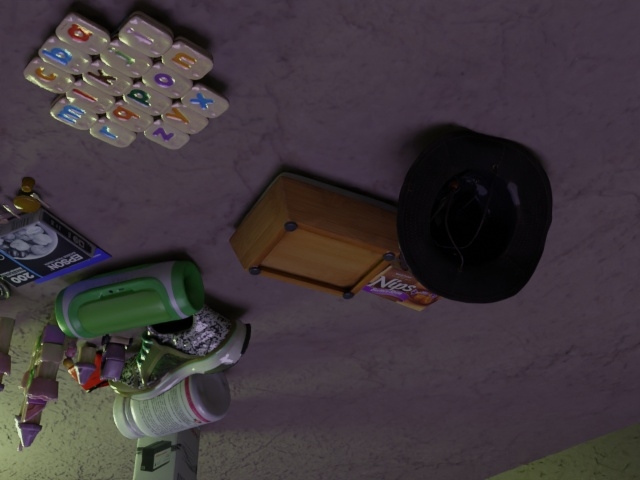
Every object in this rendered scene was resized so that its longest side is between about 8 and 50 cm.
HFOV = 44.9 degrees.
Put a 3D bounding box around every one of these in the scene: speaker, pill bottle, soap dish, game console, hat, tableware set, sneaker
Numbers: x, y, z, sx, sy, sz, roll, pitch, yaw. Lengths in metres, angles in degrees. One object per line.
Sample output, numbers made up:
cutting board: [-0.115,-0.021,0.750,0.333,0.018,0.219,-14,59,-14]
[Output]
speaker: [-0.403,0.125,1.638,0.297,0.131,0.131,-12,144,13]
pill bottle: [-0.394,0.426,2.037,0.283,0.160,0.160,-21,141,23]
soap dish: [0.000,0.000,1.497,0.291,0.118,0.229,17,140,-25]
game console: [-0.562,0.335,2.022,0.144,0.085,0.124,-30,106,32]
hat: [0.254,-0.041,1.408,0.332,0.331,0.134,16,178,-25]
tableware set: [-0.584,-0.078,1.423,0.154,0.024,0.104,-16,140,19]
sneaker: [-0.365,0.239,1.825,0.410,0.158,0.182,-25,120,24]

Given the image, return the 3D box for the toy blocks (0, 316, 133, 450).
toy blocks: [-0.625,0.342,1.758,0.309,0.259,0.289,13,158,-23]

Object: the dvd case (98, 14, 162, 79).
dvd case: [-0.263,-0.279,1.166,0.119,0.013,0.087,27,135,-38]

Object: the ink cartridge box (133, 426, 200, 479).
ink cartridge box: [-0.446,0.665,2.249,0.129,0.307,0.223,-5,145,6]

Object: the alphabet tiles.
alphabet tiles: [-0.295,-0.238,1.194,0.278,0.021,0.284,24,143,-34]

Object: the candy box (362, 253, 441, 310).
candy box: [0.184,0.087,1.694,0.187,0.053,0.109,21,138,-33]

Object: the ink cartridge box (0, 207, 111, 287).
ink cartridge box: [-0.568,0.030,1.558,0.206,0.045,0.208,-19,143,21]

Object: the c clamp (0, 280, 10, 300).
c clamp: [-0.747,0.093,1.652,0.161,0.022,0.137,8,143,-15]
